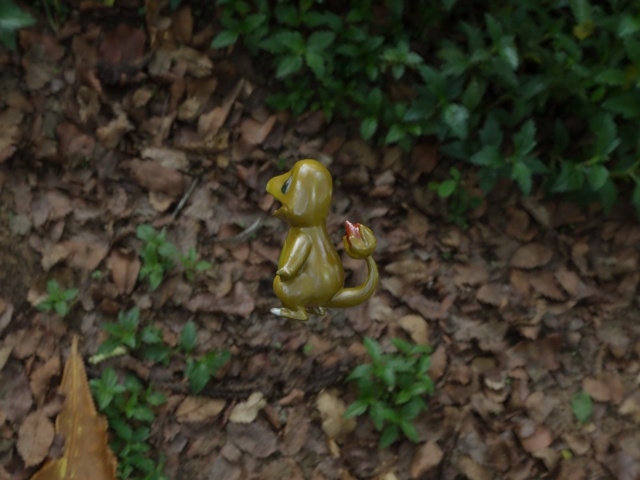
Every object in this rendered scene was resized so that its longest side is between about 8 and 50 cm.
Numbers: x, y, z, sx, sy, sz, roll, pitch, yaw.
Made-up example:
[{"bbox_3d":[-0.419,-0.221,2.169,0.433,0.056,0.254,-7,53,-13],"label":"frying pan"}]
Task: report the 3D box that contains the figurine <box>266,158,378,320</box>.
[{"bbox_3d":[0.003,-0.002,1.150,0.121,0.122,0.176,-14,97,-67],"label":"figurine"}]
